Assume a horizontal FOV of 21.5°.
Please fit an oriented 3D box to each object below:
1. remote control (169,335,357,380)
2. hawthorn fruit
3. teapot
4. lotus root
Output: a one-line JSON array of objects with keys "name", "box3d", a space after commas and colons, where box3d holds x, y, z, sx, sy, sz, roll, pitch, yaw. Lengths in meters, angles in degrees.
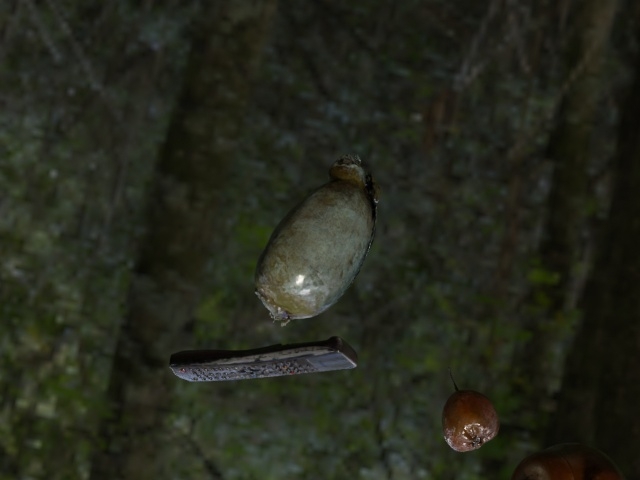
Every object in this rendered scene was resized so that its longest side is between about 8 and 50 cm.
[{"name": "remote control", "box3d": [-0.064, 0.131, 1.837, 0.212, 0.028, 0.059, -6, 157, 23]}, {"name": "hawthorn fruit", "box3d": [0.162, 0.191, 1.922, 0.067, 0.067, 0.103, 15, -144, -36]}, {"name": "teapot", "box3d": [0.225, 0.239, 1.561, 0.116, 0.116, 0.173, 16, 160, -39]}, {"name": "lotus root", "box3d": [0.002, 0.001, 1.454, 0.088, 0.165, 0.088, 30, 161, 12]}]
